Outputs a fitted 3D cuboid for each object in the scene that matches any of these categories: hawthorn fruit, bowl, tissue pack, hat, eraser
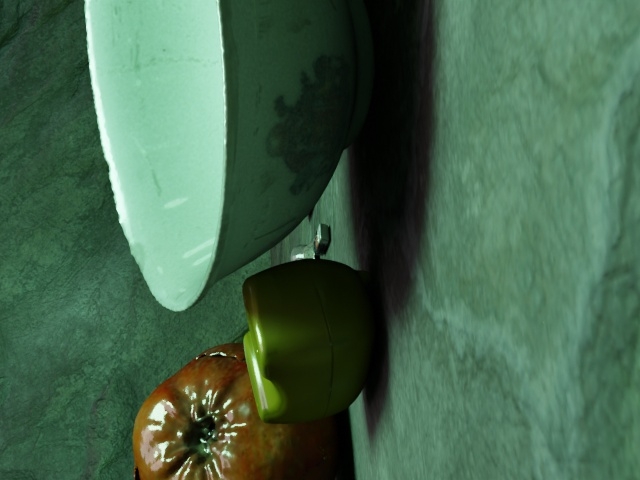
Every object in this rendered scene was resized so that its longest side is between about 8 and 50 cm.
[{"bbox_3d":[-0.090,0.272,1.064,0.307,0.276,0.276,22,-116,-69],"label":"hawthorn fruit"},{"bbox_3d":[-0.076,-0.162,0.734,0.435,0.196,0.435,29,124,57],"label":"bowl"},{"bbox_3d":[-0.008,0.101,0.778,0.178,0.127,0.123,95,163,-54],"label":"tissue pack"},{"bbox_3d":[-0.027,0.026,1.268,0.087,0.042,0.058,158,109,-83],"label":"hat"},{"bbox_3d":[0.000,0.000,1.123,0.099,0.019,0.027,114,153,-74],"label":"eraser"}]
